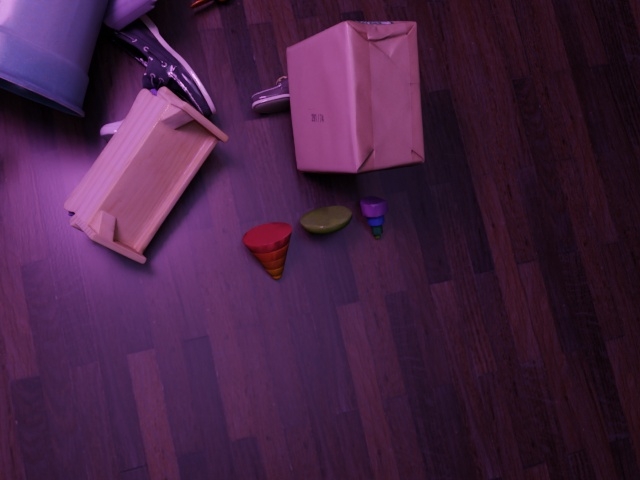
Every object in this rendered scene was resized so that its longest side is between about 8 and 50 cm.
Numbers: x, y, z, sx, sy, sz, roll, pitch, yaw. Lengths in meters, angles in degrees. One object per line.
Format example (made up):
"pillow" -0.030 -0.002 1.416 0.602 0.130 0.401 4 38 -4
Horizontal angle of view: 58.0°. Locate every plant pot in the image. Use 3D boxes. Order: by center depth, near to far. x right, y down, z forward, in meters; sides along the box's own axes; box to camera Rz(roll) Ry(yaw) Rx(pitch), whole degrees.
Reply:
"plant pot" -0.598 -0.476 1.186 0.341 0.341 0.334 22 89 -7

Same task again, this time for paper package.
"paper package" 0.064 -0.304 1.277 0.168 0.325 0.309 -11 102 -23

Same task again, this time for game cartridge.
"game cartridge" -0.423 -0.633 1.297 0.060 0.196 0.294 14 71 -45

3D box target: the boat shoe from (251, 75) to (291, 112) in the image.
"boat shoe" -0.070 -0.374 1.435 0.228 0.081 0.068 -17 84 -19

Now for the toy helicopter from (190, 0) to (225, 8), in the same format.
"toy helicopter" -0.221 -0.703 1.418 0.355 0.140 0.234 -7 103 -2

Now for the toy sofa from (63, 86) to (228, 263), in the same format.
"toy sofa" -0.389 -0.149 1.283 0.177 0.150 0.362 30 86 40

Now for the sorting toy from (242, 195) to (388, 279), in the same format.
"sorting toy" 0.000 0.000 1.399 0.366 0.127 0.126 -17 115 -15

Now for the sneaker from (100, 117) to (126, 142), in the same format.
"sneaker" -0.412 -0.279 1.365 0.212 0.080 0.094 -8 79 -21

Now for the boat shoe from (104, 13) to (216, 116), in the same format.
"boat shoe" -0.383 -0.403 1.356 0.113 0.127 0.340 -39 89 -11
